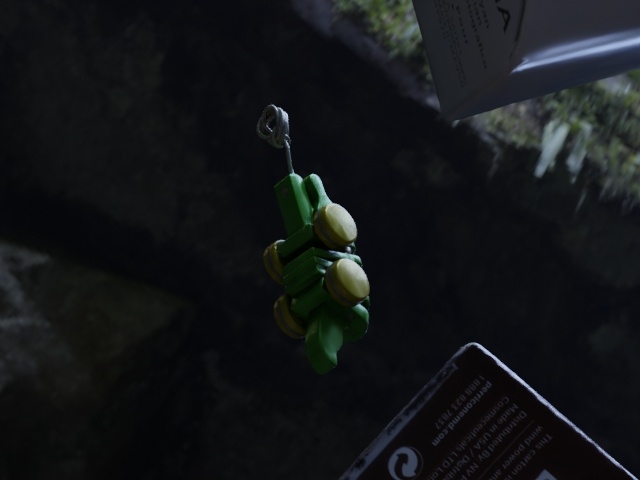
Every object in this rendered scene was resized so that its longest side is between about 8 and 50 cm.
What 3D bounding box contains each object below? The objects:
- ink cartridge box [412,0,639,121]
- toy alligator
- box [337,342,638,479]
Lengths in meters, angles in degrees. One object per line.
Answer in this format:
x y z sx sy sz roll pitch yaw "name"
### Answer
0.214 -0.143 0.576 0.308 0.385 0.091 -15 -90 -7 "ink cartridge box"
0.000 0.000 0.958 0.056 0.189 0.051 -35 -38 32 "toy alligator"
0.113 0.197 0.883 0.167 0.168 0.203 40 -6 33 "box"
